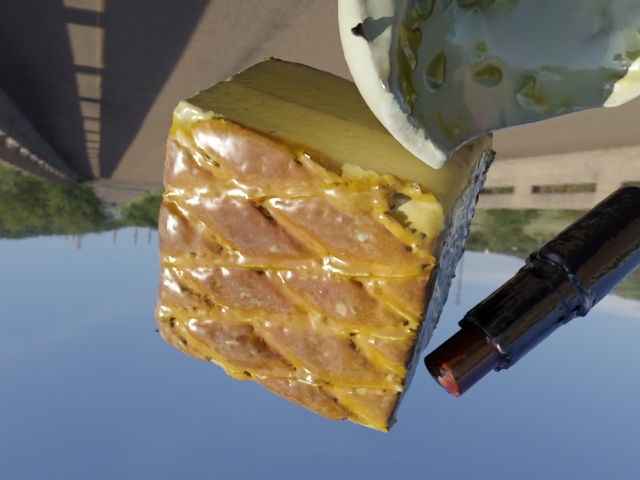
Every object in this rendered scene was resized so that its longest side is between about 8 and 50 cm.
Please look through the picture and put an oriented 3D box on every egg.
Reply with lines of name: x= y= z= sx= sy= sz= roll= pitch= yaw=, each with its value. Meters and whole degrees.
egg: x=0.128 y=-0.171 z=0.551 sx=0.271 sy=0.206 sz=0.162 roll=-18 pitch=168 yaw=-12

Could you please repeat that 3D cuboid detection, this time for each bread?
bread: x=0.000 y=0.000 z=0.709 sx=0.279 sy=0.278 sz=0.207 roll=24 pitch=-147 yaw=14

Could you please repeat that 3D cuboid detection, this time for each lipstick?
lipstick: x=0.226 y=0.050 z=0.703 sx=0.300 sy=0.081 sz=0.081 roll=-36 pitch=-162 yaw=-17
